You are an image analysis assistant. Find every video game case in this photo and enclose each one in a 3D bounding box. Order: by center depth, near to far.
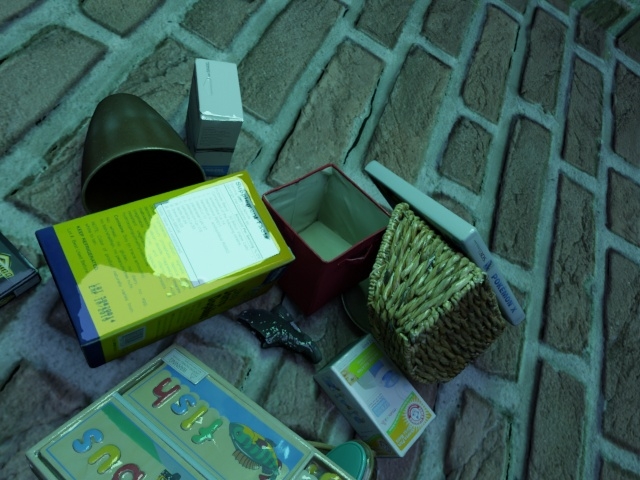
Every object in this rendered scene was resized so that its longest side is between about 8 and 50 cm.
[{"bbox_3d":[0.246,-0.001,0.944,0.036,0.329,0.300,-42,128,2],"label":"video game case"}]

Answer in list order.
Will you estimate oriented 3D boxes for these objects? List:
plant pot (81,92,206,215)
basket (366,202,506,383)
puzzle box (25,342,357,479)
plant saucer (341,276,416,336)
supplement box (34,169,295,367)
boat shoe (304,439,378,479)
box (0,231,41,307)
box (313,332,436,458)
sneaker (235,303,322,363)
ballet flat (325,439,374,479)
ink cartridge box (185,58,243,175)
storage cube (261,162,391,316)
[{"bbox_3d":[-0.358,-0.172,0.898,0.216,0.215,0.230,-11,57,-27],"label":"plant pot"},{"bbox_3d":[0.185,0.120,0.887,0.213,0.299,0.223,-42,52,1],"label":"basket"},{"bbox_3d":[-0.175,0.343,0.668,0.409,0.052,0.272,28,41,22],"label":"puzzle box"},{"bbox_3d":[0.131,0.126,1.039,0.199,0.036,0.198,9,62,-18],"label":"plant saucer"},{"bbox_3d":[-0.262,0.046,0.822,0.357,0.195,0.194,-21,76,-29],"label":"supplement box"},{"bbox_3d":[0.011,0.402,0.834,0.207,0.073,0.073,16,58,-15],"label":"boat shoe"},{"bbox_3d":[-0.613,0.036,0.765,0.220,0.051,0.175,45,58,2],"label":"box"},{"bbox_3d":[0.103,0.301,0.903,0.114,0.103,0.203,-34,82,-31],"label":"box"},{"bbox_3d":[-0.081,0.192,0.914,0.089,0.051,0.170,-33,77,-31],"label":"sneaker"},{"bbox_3d":[-0.010,0.487,0.744,0.342,0.116,0.124,-51,121,-19],"label":"ballet flat"},{"bbox_3d":[-0.226,-0.249,0.973,0.086,0.203,0.148,-1,67,-23],"label":"ink cartridge box"},{"bbox_3d":[0.000,0.000,0.928,0.184,0.193,0.215,-30,64,-31],"label":"storage cube"}]
